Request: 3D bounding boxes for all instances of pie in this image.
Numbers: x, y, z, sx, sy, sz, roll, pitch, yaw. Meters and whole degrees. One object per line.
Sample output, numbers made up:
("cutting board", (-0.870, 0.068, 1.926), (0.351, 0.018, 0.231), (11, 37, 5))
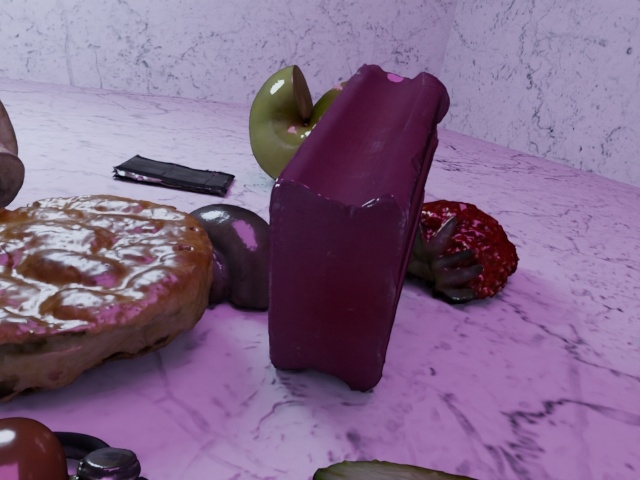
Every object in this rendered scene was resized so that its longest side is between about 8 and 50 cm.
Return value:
("pie", (-0.271, 0.035, 0.567), (0.339, 0.083, 0.339), (2, 24, -1))

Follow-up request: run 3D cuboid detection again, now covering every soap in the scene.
("soap", (0.057, -0.040, 0.639), (0.128, 0.233, 0.359), (12, 36, 11))

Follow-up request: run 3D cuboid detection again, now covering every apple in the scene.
("apple", (-0.020, -0.255, 1.271), (0.292, 0.292, 0.254), (14, -4, 9))

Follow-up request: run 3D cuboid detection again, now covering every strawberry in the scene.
("strawberry", (0.221, -0.013, 0.936), (0.233, 0.137, 0.306), (19, 22, 27))

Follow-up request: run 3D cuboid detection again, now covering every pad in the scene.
("pad", (-0.307, -0.140, 1.184), (0.233, 0.022, 0.174), (10, 18, -5))

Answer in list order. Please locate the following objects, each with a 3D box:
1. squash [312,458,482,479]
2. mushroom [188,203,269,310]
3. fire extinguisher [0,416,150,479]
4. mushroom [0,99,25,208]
("squash", (0.128, 0.171, 0.257), (0.234, 0.210, 0.309), (14, 20, -28))
("mushroom", (-0.126, 0.011, 0.736), (0.188, 0.117, 0.141), (16, 8, 28))
("fire extinguisher", (-0.251, 0.138, 0.279), (0.376, 0.113, 0.200), (2, 21, -24))
("mushroom", (-0.475, -0.105, 0.675), (0.234, 0.254, 0.260), (8, 60, 14))
